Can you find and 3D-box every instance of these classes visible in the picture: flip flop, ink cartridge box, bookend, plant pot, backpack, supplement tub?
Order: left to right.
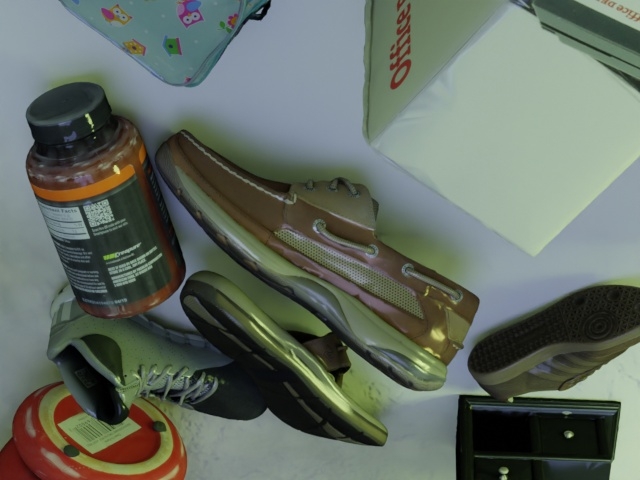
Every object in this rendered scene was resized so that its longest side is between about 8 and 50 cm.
[{"bbox_3d":[-0.223,0.243,1.666,0.191,0.191,0.174,20,119,-9],"label":"plant pot"},{"bbox_3d":[-0.190,-0.037,1.526,0.106,0.106,0.198,-10,122,10],"label":"supplement tub"},{"bbox_3d":[-0.106,-0.227,1.373,0.166,0.144,0.188,37,115,-13],"label":"backpack"},{"bbox_3d":[-0.022,0.105,1.619,0.112,0.080,0.277,-1,141,48],"label":"flip flop"},{"bbox_3d":[0.205,0.222,1.642,0.156,0.157,0.072,3,124,3],"label":"bookend"},{"bbox_3d":[0.214,-0.224,1.266,0.166,0.285,0.395,34,120,-18],"label":"ink cartridge box"}]

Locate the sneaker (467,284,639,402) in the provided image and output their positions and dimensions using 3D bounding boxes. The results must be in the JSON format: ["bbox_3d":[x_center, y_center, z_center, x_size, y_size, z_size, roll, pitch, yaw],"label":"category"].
[{"bbox_3d":[0.232,0.097,1.624,0.188,0.066,0.071,-19,137,22],"label":"sneaker"}]

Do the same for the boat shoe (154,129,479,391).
[{"bbox_3d":[0.000,0.000,1.547,0.324,0.123,0.116,38,85,-10],"label":"boat shoe"}]

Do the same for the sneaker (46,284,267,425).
[{"bbox_3d":[-0.155,0.137,1.623,0.229,0.132,0.086,26,121,-13],"label":"sneaker"}]
